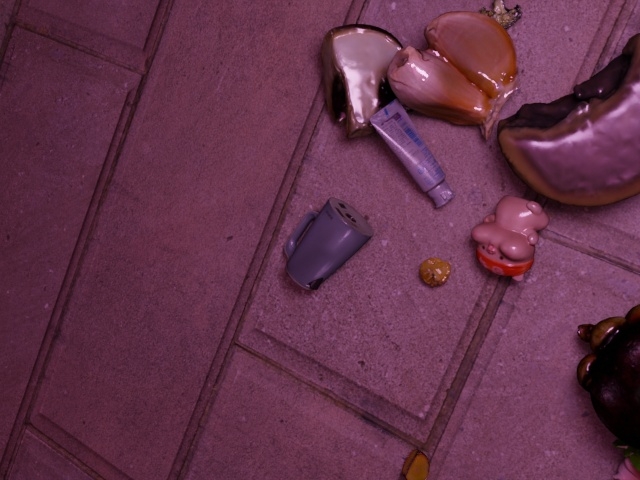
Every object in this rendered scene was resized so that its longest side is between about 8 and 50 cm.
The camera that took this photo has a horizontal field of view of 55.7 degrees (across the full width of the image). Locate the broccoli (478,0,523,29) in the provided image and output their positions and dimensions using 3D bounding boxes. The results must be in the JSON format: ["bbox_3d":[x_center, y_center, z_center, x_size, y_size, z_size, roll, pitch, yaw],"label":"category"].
[{"bbox_3d":[0.464,-0.586,1.567,0.095,0.097,0.092,-11,108,-6],"label":"broccoli"}]

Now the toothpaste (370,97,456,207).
[{"bbox_3d":[0.249,-0.226,1.603,0.114,0.073,0.299,-38,97,-22],"label":"toothpaste"}]

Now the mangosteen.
[{"bbox_3d":[0.727,0.294,1.343,0.307,0.306,0.347,-52,42,13],"label":"mangosteen"}]

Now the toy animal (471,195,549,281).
[{"bbox_3d":[0.473,-0.010,1.517,0.171,0.171,0.198,25,94,21],"label":"toy animal"}]

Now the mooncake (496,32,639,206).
[{"bbox_3d":[0.616,-0.276,1.410,0.393,0.246,0.394,13,102,22],"label":"mooncake"}]

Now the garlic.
[{"bbox_3d":[0.337,-0.425,1.535,0.312,0.249,0.286,28,127,-5],"label":"garlic"}]

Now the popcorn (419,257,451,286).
[{"bbox_3d":[0.311,0.094,1.634,0.084,0.084,0.084,-1,89,22],"label":"popcorn"}]

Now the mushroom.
[{"bbox_3d":[0.135,-0.429,1.683,0.217,0.212,0.292,-13,80,-18],"label":"mushroom"}]

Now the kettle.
[{"bbox_3d":[0.000,0.000,1.721,0.243,0.159,0.211,-49,54,20],"label":"kettle"}]

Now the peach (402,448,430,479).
[{"bbox_3d":[0.256,0.609,1.642,0.077,0.050,0.084,-12,94,-2],"label":"peach"}]

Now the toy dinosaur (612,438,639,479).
[{"bbox_3d":[0.740,0.548,1.405,0.194,0.152,0.177,-8,94,28],"label":"toy dinosaur"}]
